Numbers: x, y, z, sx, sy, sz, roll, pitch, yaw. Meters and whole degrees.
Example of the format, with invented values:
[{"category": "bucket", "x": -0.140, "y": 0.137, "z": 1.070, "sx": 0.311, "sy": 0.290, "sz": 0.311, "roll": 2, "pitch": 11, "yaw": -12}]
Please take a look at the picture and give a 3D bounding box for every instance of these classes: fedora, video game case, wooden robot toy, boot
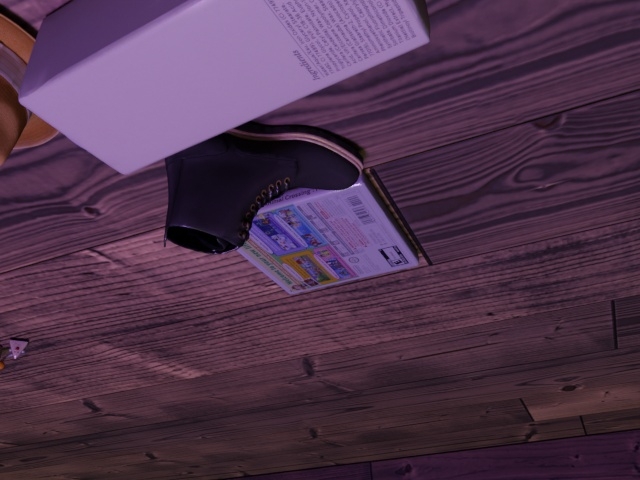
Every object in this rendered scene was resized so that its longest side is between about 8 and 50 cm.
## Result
[{"category": "fedora", "x": -0.307, "y": -0.113, "z": 0.501, "sx": 0.194, "sy": 0.079, "sz": 0.194, "roll": -2, "pitch": 150, "yaw": -1}, {"category": "video game case", "x": 0.000, "y": 0.000, "z": 0.770, "sx": 0.193, "sy": 0.023, "sz": 0.212, "roll": -15, "pitch": 148, "yaw": 20}, {"category": "wooden robot toy", "x": -0.574, "y": 0.206, "z": 1.026, "sx": 0.173, "sy": 0.079, "sz": 0.076, "roll": -2, "pitch": 150, "yaw": -1}, {"category": "boot", "x": -0.053, "y": -0.039, "z": 0.587, "sx": 0.198, "sy": 0.137, "sz": 0.077, "roll": 7, "pitch": 149, "yaw": -16}]

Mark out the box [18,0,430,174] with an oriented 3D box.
[{"category": "box", "x": -0.071, "y": -0.150, "z": 0.440, "sx": 0.275, "sy": 0.094, "sz": 0.113, "roll": -17, "pitch": 146, "yaw": 24}]
